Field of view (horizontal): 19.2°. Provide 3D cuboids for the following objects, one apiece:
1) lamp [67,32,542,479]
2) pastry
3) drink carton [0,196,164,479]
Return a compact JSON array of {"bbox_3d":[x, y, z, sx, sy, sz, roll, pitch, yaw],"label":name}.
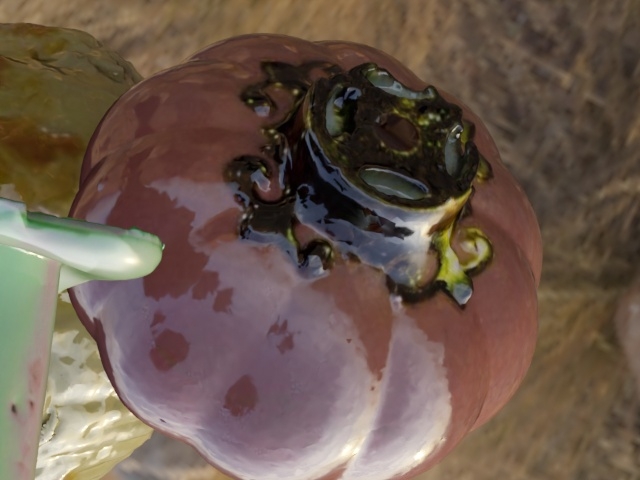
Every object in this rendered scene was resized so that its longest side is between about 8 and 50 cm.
[{"bbox_3d":[0.000,0.000,1.146,0.305,0.305,0.239,34,138,-3],"label":"lamp"},{"bbox_3d":[-0.270,0.016,1.432,0.313,0.388,0.388,14,157,-37],"label":"pastry"},{"bbox_3d":[-0.138,0.060,0.528,0.144,0.142,0.146,12,171,-24],"label":"drink carton"}]
